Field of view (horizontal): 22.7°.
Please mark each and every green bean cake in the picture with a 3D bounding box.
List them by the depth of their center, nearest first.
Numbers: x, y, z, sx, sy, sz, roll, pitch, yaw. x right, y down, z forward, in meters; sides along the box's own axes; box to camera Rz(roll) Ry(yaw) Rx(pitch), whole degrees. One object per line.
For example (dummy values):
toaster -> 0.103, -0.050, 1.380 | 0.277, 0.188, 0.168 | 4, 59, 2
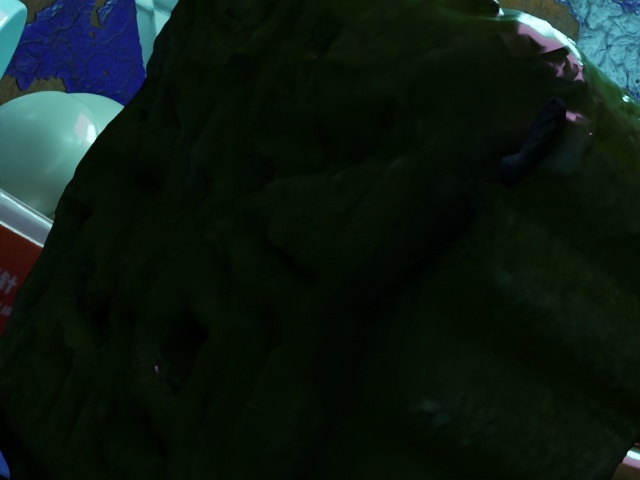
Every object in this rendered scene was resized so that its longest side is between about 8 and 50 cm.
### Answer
green bean cake -> 0.000, 0.026, 0.614 | 0.156, 0.250, 0.247 | 32, 1, -36

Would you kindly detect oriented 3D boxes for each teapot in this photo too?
teapot -> -0.188, -0.070, 1.382 | 0.220, 0.318, 0.149 | 53, -1, 36

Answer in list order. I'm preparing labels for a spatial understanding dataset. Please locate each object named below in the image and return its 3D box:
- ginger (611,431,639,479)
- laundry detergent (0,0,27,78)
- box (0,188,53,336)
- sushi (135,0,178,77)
ginger -> 0.165, 0.163, 0.680 | 0.269, 0.200, 0.223 | -8, 43, -14
laundry detergent -> -0.420, -0.195, 1.321 | 0.305, 0.287, 0.287 | 30, -3, -5
box -> -0.185, 0.026, 0.929 | 0.182, 0.099, 0.133 | 33, -6, -37
sushi -> 0.000, 0.000, 1.217 | 0.064, 0.359, 0.343 | -16, -17, 26
